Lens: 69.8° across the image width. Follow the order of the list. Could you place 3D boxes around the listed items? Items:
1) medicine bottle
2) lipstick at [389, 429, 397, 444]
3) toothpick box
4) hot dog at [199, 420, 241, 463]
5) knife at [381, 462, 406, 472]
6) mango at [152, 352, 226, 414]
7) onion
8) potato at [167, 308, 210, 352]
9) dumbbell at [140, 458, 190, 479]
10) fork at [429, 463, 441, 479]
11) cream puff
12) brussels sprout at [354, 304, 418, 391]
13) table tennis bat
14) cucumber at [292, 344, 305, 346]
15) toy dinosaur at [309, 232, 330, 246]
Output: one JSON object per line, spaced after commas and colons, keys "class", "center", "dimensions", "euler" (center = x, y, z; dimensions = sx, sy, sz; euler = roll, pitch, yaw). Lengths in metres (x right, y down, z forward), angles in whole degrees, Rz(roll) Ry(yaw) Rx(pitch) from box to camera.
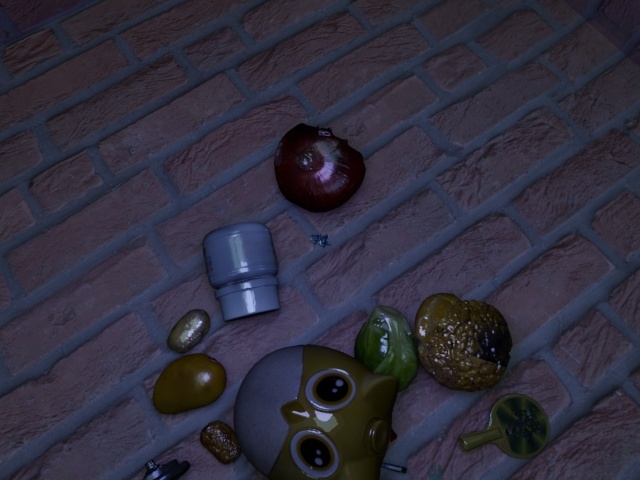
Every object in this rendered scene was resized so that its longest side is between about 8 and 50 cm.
{"class": "medicine bottle", "center": [-0.266, 0.111, 1.594], "dimensions": [0.244, 0.245, 0.307], "euler": [-13, 79, -5]}
{"class": "lipstick", "center": [0.156, 0.569, 1.523], "dimensions": [0.080, 0.080, 0.241], "euler": [-34, 74, -11]}
{"class": "toothpick box", "center": [-0.006, 0.513, 1.328], "dimensions": [0.424, 0.409, 0.409], "euler": [2, 67, 34]}
{"class": "hot dog", "center": [-0.323, 0.658, 1.497], "dimensions": [0.147, 0.065, 0.099], "euler": [40, 74, 1]}
{"class": "knife", "center": [0.220, 0.734, 1.492], "dimensions": [0.121, 0.031, 0.018], "euler": [11, 71, 9]}
{"class": "mango", "center": [-0.439, 0.470, 1.524], "dimensions": [0.254, 0.139, 0.176], "euler": [-15, 68, 1]}
{"class": "onion", "center": [-0.016, -0.263, 1.707], "dimensions": [0.340, 0.341, 0.342], "euler": [0, 71, 0]}
{"class": "potato", "center": [-0.459, 0.316, 1.608], "dimensions": [0.107, 0.080, 0.171], "euler": [32, 70, 18]}
{"class": "dumbbell", "center": [-0.445, 0.793, 1.382], "dimensions": [0.192, 0.192, 0.290], "euler": [-35, 73, -12]}
{"class": "fork", "center": [0.379, 0.839, 1.460], "dimensions": [0.039, 0.021, 0.235], "euler": [-6, 72, 2]}
{"class": "cream puff", "center": [0.475, 0.322, 1.486], "dimensions": [0.327, 0.231, 0.343], "euler": [-38, 106, -31]}
{"class": "brussels sprout", "center": [0.219, 0.354, 1.519], "dimensions": [0.209, 0.219, 0.272], "euler": [5, 96, -1]}
{"class": "table tennis bat", "center": [0.608, 0.630, 1.524], "dimensions": [0.320, 0.050, 0.199], "euler": [-14, 73, -9]}
{"class": "cucumber", "center": [-0.144, 0.426, 1.581], "dimensions": [0.227, 0.069, 0.069], "euler": [-28, 73, -5]}
{"class": "toy dinosaur", "center": [0.000, 0.000, 1.747], "dimensions": [0.083, 0.031, 0.047], "euler": [11, 72, 4]}
